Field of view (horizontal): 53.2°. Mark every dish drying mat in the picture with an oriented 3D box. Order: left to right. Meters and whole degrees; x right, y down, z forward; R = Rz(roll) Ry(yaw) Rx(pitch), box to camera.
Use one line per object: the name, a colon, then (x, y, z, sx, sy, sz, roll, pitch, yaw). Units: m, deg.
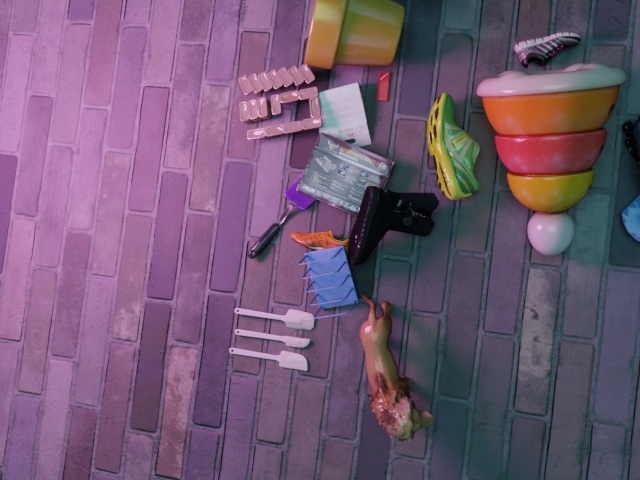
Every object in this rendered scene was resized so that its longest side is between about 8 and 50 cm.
dish drying mat: (0.181, -0.441, 1.831, 0.032, 0.008, 0.083, 6, 88, 11)

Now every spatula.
spatula: (-0.143, 0.276, 1.855, 0.241, 0.019, 0.168, 8, 94, 13)
spatula: (-0.113, -0.062, 1.859, 0.084, 0.030, 0.296, 40, 95, 9)

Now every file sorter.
file sorter: (0.019, 0.117, 1.754, 0.118, 0.104, 0.171, -11, 103, 20)

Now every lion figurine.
lion figurine: (0.164, 0.321, 1.671, 0.142, 0.240, 0.393, -24, 81, 10)

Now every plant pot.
plant pot: (0.095, -0.586, 1.749, 0.238, 0.254, 0.254, 11, 89, -3)

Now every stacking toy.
stacking toy: (0.586, -0.196, 1.629, 0.350, 0.350, 0.480, -3, 105, 12)

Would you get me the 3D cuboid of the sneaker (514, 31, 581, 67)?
sneaker: (0.613, -0.507, 1.717, 0.170, 0.063, 0.075, -8, 85, 16)

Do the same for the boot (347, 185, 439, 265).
boot: (0.199, -0.028, 1.740, 0.207, 0.094, 0.247, 8, 117, -15)

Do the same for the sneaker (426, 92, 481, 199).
sneaker: (0.367, -0.256, 1.746, 0.123, 0.109, 0.296, -8, 83, -12)

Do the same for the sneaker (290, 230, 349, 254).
sneaker: (0.000, 0.000, 1.821, 0.175, 0.064, 0.068, 14, 86, 2)

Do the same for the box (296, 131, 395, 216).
box: (0.071, -0.179, 1.804, 0.230, 0.056, 0.183, 23, 91, 6)

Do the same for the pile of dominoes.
pile of dominoes: (-0.116, -0.401, 1.860, 0.251, 0.040, 0.196, -7, 85, 18)

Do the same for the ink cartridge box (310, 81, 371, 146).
ink cartridge box: (0.062, -0.352, 1.845, 0.145, 0.045, 0.180, -12, 102, 10)

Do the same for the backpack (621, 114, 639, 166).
backpack: (0.910, -0.213, 1.546, 0.276, 0.213, 0.264, -6, 75, 12)

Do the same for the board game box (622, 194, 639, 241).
board game box: (0.868, -0.065, 1.649, 0.169, 0.033, 0.133, -45, 78, 6)
